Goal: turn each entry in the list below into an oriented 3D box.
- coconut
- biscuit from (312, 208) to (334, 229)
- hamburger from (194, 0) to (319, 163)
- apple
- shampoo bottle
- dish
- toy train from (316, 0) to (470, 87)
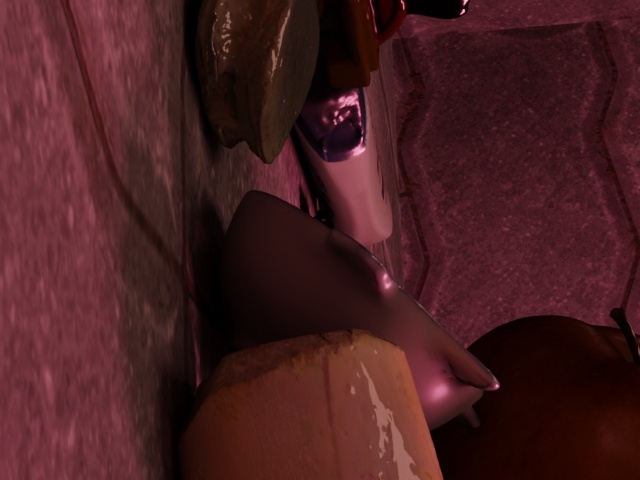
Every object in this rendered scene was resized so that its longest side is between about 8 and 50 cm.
[{"bbox_3d":[-0.004,0.135,0.846,0.147,0.147,0.152,58,19,-78],"label":"coconut"},{"bbox_3d":[0.000,0.000,1.572,0.087,0.027,0.089,-85,169,-54],"label":"biscuit"},{"bbox_3d":[-0.041,-0.125,1.022,0.140,0.062,0.133,87,17,-59],"label":"hamburger"},{"bbox_3d":[0.201,0.210,1.112,0.288,0.288,0.316,26,84,-84],"label":"apple"},{"bbox_3d":[0.021,-0.090,1.532,0.359,0.078,0.134,72,0,-69],"label":"shampoo bottle"},{"bbox_3d":[0.009,0.073,0.983,0.086,0.228,0.236,-49,145,-11],"label":"dish"},{"bbox_3d":[0.029,-0.278,1.058,0.369,0.232,0.163,77,14,-53],"label":"toy train"}]
